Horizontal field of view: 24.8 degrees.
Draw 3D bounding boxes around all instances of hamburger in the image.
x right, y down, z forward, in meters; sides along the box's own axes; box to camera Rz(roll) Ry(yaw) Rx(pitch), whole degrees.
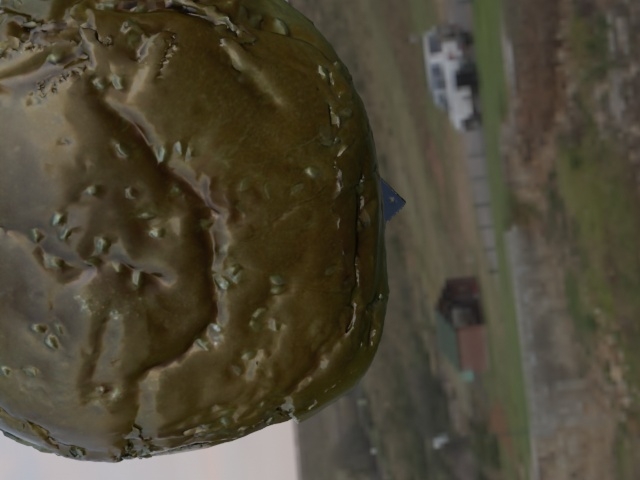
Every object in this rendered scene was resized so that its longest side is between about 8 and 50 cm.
[{"bbox_3d":[-0.096,-0.004,0.784,0.134,0.266,0.284,-130,27,-68],"label":"hamburger"}]

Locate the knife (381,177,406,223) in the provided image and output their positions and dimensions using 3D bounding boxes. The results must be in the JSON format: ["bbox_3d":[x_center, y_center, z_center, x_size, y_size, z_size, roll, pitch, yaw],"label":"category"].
[{"bbox_3d":[0.000,0.000,1.380,0.019,0.072,0.245,-42,-4,-40],"label":"knife"}]
